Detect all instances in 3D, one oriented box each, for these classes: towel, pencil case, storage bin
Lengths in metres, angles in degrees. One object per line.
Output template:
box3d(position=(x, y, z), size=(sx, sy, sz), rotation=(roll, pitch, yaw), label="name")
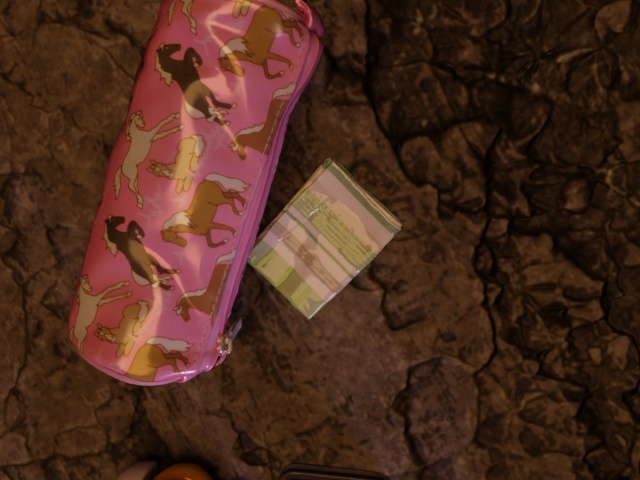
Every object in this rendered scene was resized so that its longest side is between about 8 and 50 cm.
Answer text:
box3d(position=(0.000, 0.000, 0.588), size=(0.113, 0.023, 0.152), rotation=(44, 99, 2), label="towel")
box3d(position=(-0.123, -0.059, 0.531), size=(0.167, 0.160, 0.386), rotation=(14, 98, -24), label="pencil case")
box3d(position=(0.010, 0.319, 0.585), size=(0.135, 0.091, 0.098), rotation=(4, 96, 7), label="storage bin")

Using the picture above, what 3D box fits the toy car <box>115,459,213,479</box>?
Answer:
box3d(position=(-0.175, 0.349, 0.587), size=(0.159, 0.136, 0.182), rotation=(16, 97, 5), label="toy car")

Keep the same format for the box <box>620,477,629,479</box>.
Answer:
box3d(position=(0.398, 0.424, 0.421), size=(0.312, 0.343, 0.179), rotation=(28, 100, 3), label="box")
